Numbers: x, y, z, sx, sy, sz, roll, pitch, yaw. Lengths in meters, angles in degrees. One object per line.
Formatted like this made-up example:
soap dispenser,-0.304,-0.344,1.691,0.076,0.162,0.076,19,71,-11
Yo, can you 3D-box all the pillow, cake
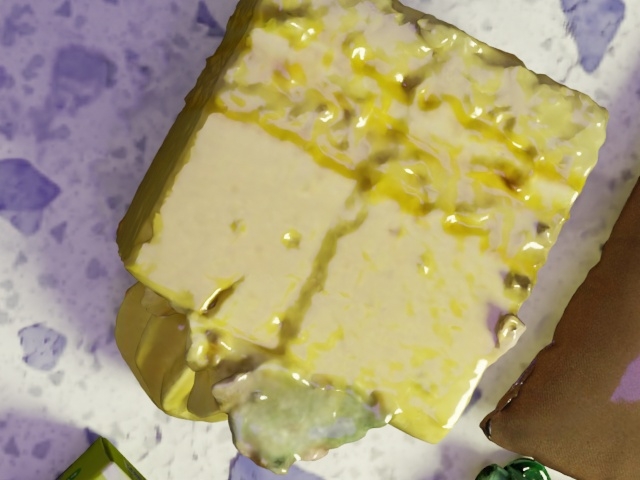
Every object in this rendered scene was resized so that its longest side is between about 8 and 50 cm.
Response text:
pillow,0.308,0.064,1.256,0.305,0.108,0.308,29,88,-8
cake,0.000,0.000,1.131,0.222,0.227,0.286,26,90,-8

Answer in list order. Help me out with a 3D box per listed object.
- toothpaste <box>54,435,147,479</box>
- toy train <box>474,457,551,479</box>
toothpaste,-0.074,0.280,1.228,0.110,0.077,0.327,-44,102,-5
toy train,0.165,0.225,1.269,0.178,0.071,0.105,36,98,-11
